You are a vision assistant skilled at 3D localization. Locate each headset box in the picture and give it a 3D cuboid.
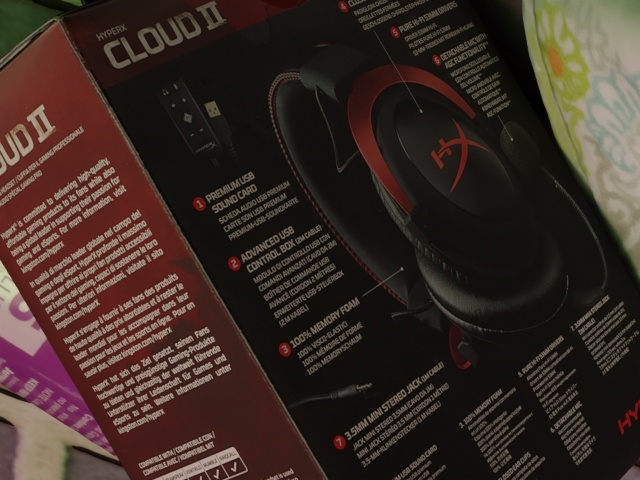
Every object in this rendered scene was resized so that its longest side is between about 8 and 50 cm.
[{"bbox_3d":[0.000,0.000,0.620,0.110,0.218,0.293,-29,93,45],"label":"headset box"}]

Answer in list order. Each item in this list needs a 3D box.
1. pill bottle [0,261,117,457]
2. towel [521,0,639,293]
[{"bbox_3d":[-0.043,0.049,0.769,0.301,0.169,0.169,34,135,-9],"label":"pill bottle"},{"bbox_3d":[0.229,0.053,0.567,0.374,0.090,0.320,42,162,56],"label":"towel"}]
